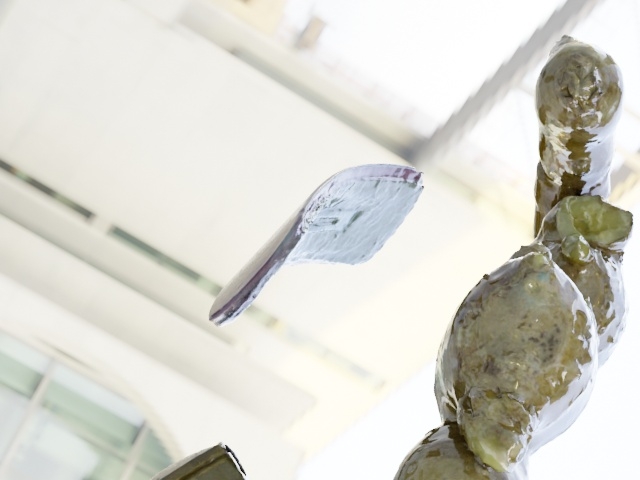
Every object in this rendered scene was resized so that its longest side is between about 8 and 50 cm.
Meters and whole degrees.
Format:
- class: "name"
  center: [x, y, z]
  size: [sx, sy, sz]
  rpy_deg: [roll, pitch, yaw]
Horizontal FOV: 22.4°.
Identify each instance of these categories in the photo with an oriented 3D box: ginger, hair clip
- class: "ginger"
  center: [0.072, 0.025, 0.513]
  size: [0.176, 0.052, 0.193]
  rpy_deg: [62, 43, -64]
- class: "hair clip"
  center: [-0.001, -0.001, 0.600]
  size: [0.054, 0.022, 0.137]
  rpy_deg: [-48, 169, 25]

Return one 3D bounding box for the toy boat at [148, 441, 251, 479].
- class: "toy boat"
  center: [-0.036, 0.102, 0.537]
  size: [0.049, 0.047, 0.149]
  rpy_deg: [-34, 159, -7]
